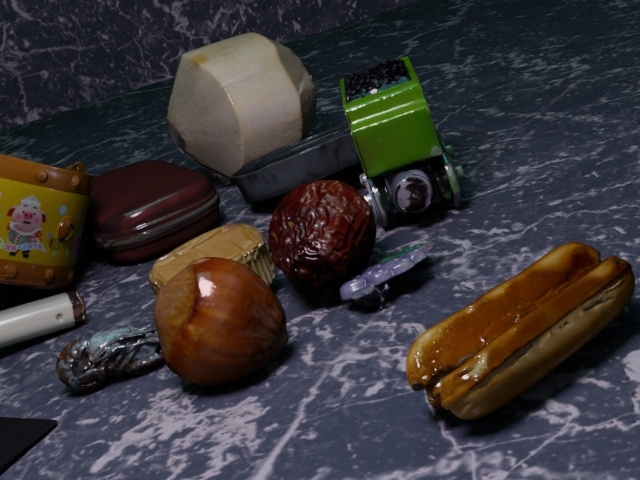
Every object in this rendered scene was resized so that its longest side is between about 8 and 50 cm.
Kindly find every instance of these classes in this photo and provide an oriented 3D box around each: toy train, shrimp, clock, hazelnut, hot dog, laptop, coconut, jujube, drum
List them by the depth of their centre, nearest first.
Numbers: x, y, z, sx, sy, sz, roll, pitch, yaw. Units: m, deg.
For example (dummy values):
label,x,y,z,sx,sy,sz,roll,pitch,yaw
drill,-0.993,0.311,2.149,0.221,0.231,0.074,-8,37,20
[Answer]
label,x,y,z,sx,sy,sz,roll,pitch,yaw
hot dog,0.248,0.104,1.351,0.337,0.100,0.135,-30,32,-30
hazelnut,-0.134,0.104,1.562,0.182,0.182,0.182,-15,20,6
laptop,-0.472,0.282,1.585,0.197,0.016,0.135,-2,23,32
shrimp,-0.268,0.158,1.666,0.233,0.079,0.090,-14,-19,-6
jujube,0.000,0.000,1.746,0.168,0.168,0.236,-13,22,11
toy train,0.133,-0.170,1.956,0.174,0.248,0.307,-17,20,6
drum,-0.626,-0.061,2.043,0.431,0.214,0.431,14,0,0
clock,-0.013,-0.162,2.222,0.325,0.067,0.325,-22,9,4
coconut,-0.175,-0.279,2.431,0.323,0.323,0.323,-15,20,6

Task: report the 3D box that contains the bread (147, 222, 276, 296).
label,x,y,z,sx,sy,sz,roll,pitch,yaw
bread,-0.163,0.059,1.790,0.190,0.114,0.132,-33,33,-17

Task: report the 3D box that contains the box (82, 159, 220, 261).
label,x,y,z,sx,sy,sz,roll,pitch,yaw
box,-0.358,-0.065,2.274,0.263,0.108,0.404,-25,21,-20

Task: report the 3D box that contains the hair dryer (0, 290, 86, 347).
label,x,y,z,sx,sy,sz,roll,pitch,yaw
hair dryer,-0.537,0.149,1.867,0.362,0.128,0.203,-16,17,-22

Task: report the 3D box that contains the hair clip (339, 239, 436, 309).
label,x,y,z,sx,sy,sz,roll,pitch,yaw
hair clip,0.106,0.050,1.695,0.124,0.052,0.195,-17,11,32

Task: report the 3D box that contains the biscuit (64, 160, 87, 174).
label,x,y,z,sx,sy,sz,roll,pitch,yaw
biscuit,-0.541,-0.073,2.419,0.025,0.131,0.231,-6,21,21
